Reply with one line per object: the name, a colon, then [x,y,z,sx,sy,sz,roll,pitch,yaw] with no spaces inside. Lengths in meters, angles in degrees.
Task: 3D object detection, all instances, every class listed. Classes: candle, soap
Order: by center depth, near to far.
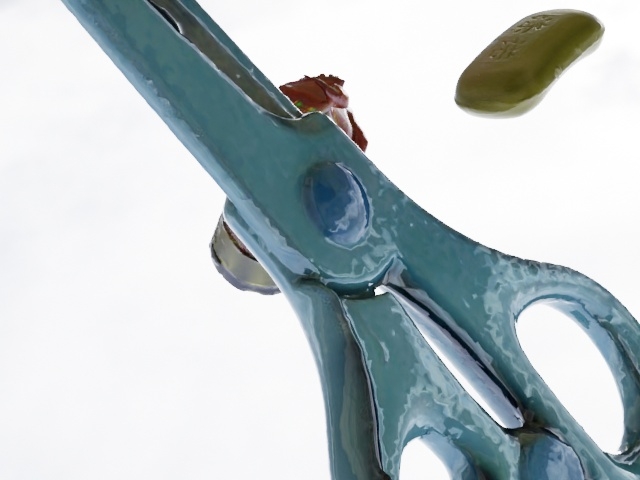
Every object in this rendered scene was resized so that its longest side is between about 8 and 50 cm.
candle: [-0.013,-0.029,0.870,0.052,0.130,0.052,10,-129,-13]
soap: [0.166,-0.144,1.492,0.089,0.045,0.140,2,-143,49]

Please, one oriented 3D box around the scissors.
scissors: [0.000,0.000,0.639,0.032,0.393,0.180,-28,-160,42]
